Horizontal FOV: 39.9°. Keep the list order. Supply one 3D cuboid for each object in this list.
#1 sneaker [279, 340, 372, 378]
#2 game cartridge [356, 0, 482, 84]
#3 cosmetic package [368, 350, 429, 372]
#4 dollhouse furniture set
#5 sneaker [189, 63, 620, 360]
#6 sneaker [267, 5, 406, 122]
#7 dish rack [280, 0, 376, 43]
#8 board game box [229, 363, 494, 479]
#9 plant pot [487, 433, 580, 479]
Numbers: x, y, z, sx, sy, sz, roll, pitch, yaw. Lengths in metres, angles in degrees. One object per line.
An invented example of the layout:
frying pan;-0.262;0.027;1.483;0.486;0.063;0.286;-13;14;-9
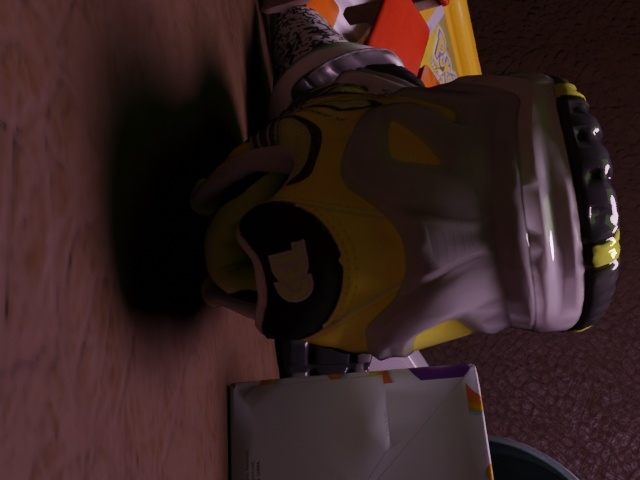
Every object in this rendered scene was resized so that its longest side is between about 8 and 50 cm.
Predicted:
sneaker;0.000;0.000;0.748;0.106;0.101;0.267;-116;-149;-67
game cartridge;0.154;-0.207;1.229;0.323;0.053;0.285;-55;136;-42
cosmetic package;0.107;0.200;1.298;0.238;0.107;0.127;59;8;-7
dollhouse furniture set;0.093;-0.243;0.957;0.262;0.135;0.259;47;46;-35
sneaker;-0.003;-0.026;0.484;0.385;0.147;0.145;-175;-104;-75
sneaker;0.022;-0.063;0.899;0.410;0.158;0.182;86;-13;-48
dish rack;0.049;-0.348;1.206;0.333;0.072;0.285;28;52;-57
board game box;0.036;0.194;0.582;0.275;0.142;0.144;76;9;-64
plant pot;0.165;0.335;0.761;0.196;0.293;0.293;33;43;-44
